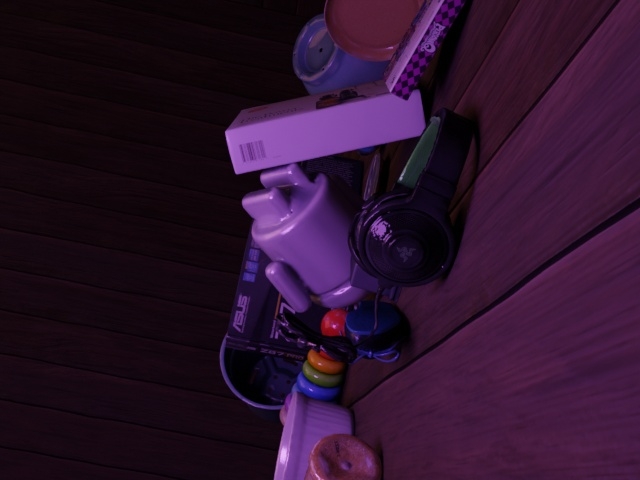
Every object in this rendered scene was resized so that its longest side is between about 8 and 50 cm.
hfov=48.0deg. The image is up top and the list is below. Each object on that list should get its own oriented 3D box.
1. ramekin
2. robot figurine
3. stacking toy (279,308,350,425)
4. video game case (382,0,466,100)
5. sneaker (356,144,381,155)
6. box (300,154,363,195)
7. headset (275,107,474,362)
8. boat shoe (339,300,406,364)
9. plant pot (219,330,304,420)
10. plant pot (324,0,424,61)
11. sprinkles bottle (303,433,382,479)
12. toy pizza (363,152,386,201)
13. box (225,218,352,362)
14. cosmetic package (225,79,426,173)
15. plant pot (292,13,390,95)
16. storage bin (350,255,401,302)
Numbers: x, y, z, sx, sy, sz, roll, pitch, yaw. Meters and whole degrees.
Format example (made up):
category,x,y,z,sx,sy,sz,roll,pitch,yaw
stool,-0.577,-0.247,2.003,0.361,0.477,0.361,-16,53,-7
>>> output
category,x,y,z,sx,sy,sz,roll,pitch,yaw
ramekin,-0.018,0.472,1.536,0.277,0.135,0.277,-168,90,-86
robot figurine,0.000,0.000,1.479,0.200,0.353,0.300,-4,44,53
stacking toy,0.008,0.322,1.781,0.141,0.141,0.330,-89,16,-71
video game case,0.189,-0.375,1.289,0.232,0.042,0.210,-60,10,18
sneaker,0.141,-0.404,2.005,0.139,0.125,0.341,51,-128,-88
box,0.002,-0.060,2.379,0.395,0.212,0.293,-81,4,-49
headset,0.087,-0.013,1.037,0.243,0.185,0.394,-160,93,-87
boat shoe,0.096,0.162,1.216,0.258,0.109,0.089,-12,-73,-76
plant pot,-0.142,0.433,2.359,0.334,0.341,0.341,92,-174,-61
plant pot,0.127,-0.517,1.641,0.236,0.236,0.032,106,175,-50
sprinkles bottle,0.007,0.483,1.226,0.121,0.121,0.355,-83,6,-54
toy pizza,0.139,-0.126,1.852,0.201,0.032,0.201,-169,90,-88
box,-0.065,0.126,1.960,0.097,0.318,0.395,107,174,-63
cosmetic package,0.011,-0.247,1.485,0.284,0.377,0.097,-90,-13,-74
plant pot,0.054,-0.462,1.838,0.293,0.196,0.293,-13,72,46
storage bin,0.106,0.041,1.343,0.135,0.091,0.098,-86,9,-61
